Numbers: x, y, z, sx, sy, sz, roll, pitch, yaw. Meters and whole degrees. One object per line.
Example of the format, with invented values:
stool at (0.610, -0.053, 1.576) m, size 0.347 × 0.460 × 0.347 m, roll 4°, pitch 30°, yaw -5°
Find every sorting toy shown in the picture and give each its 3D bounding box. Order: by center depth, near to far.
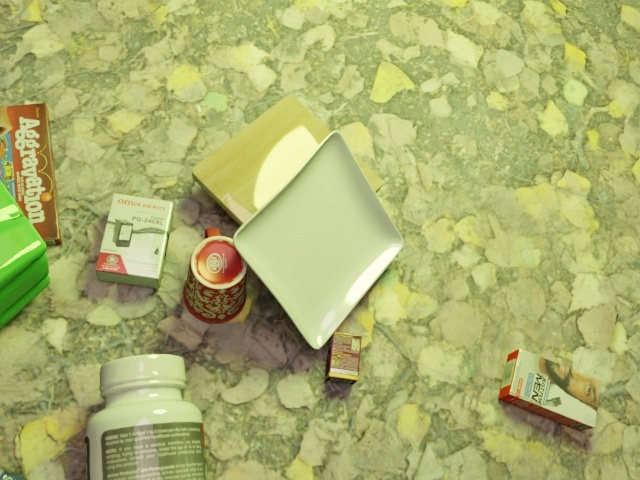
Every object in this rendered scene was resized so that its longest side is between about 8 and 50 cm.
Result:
sorting toy at (-0.064, -0.102, 1.284) m, size 0.255 × 0.089 × 0.257 m, roll 45°, pitch 68°, yaw 8°

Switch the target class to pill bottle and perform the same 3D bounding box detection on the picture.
pill bottle at (-0.259, 0.341, 1.017) m, size 0.176 × 0.176 × 0.319 m, roll -4°, pitch 69°, yaw -13°

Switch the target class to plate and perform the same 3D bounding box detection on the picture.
plate at (0.000, 0.000, 1.170) m, size 0.278 × 0.045 × 0.277 m, roll -49°, pitch 124°, yaw -23°

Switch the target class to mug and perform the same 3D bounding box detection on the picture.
mug at (-0.186, 0.051, 1.153) m, size 0.113 × 0.169 × 0.150 m, roll -32°, pitch 78°, yaw -20°

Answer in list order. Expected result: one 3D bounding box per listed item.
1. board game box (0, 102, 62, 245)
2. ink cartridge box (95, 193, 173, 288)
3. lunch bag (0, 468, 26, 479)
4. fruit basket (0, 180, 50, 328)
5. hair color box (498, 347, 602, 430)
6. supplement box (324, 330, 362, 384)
board game box at (-0.557, -0.117, 1.227) m, size 0.145 × 0.027 × 0.281 m, roll -8°, pitch 70°, yaw -15°
ink cartridge box at (-0.327, 0.000, 1.205) m, size 0.109 × 0.063 × 0.150 m, roll 8°, pitch 67°, yaw -8°
lunch bag at (-0.478, 0.374, 1.001) m, size 0.065 × 0.098 × 0.067 m, roll 25°, pitch 56°, yaw -5°
fruit basket at (-0.652, 0.024, 1.027) m, size 0.392 × 0.283 × 0.392 m, roll 8°, pitch 63°, yaw -16°
hair color box at (0.422, 0.274, 1.248) m, size 0.167 × 0.053 × 0.093 m, roll 22°, pitch 65°, yaw -3°
supplement box at (0.040, 0.208, 1.203) m, size 0.055 × 0.043 × 0.083 m, roll 10°, pitch 67°, yaw -6°
